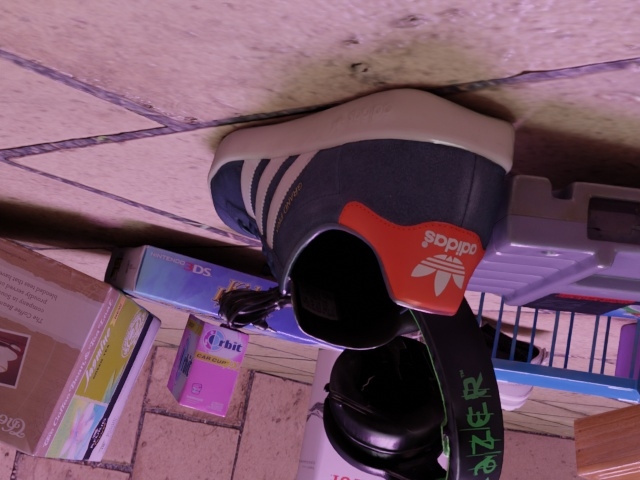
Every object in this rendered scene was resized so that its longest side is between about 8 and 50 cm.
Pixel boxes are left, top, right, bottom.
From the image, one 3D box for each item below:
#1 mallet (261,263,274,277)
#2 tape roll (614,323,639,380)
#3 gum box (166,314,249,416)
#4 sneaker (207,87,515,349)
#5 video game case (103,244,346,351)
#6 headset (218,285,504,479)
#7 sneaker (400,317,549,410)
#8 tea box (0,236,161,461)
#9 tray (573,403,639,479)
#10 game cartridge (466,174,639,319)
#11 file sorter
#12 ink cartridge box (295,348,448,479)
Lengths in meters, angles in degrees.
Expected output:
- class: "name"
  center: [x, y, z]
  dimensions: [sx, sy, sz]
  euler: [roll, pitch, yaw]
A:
- class: "mallet"
  center: [0.022, 0.059, 1.474]
  dimensions: [0.190, 0.039, 0.062]
  euler: [16, 170, -10]
- class: "tape roll"
  center: [0.445, 0.156, 1.430]
  dimensions: [0.189, 0.080, 0.189]
  euler: [11, 169, 2]
- class: "gum box"
  center: [-0.150, 0.159, 1.587]
  dimensions: [0.062, 0.107, 0.188]
  euler: [18, 176, -12]
- class: "sneaker"
  center: [0.000, 0.000, 0.846]
  dimensions: [0.131, 0.148, 0.350]
  euler: [15, 169, -21]
- class: "video game case"
  center: [-0.118, 0.071, 1.498]
  dimensions: [0.269, 0.061, 0.244]
  euler: [17, 173, -17]
- class: "headset"
  center: [0.036, 0.110, 1.166]
  dimensions: [0.185, 0.243, 0.394]
  euler: [-12, -158, -17]
- class: "sneaker"
  center: [0.171, 0.130, 1.615]
  dimensions: [0.281, 0.105, 0.115]
  euler: [17, 135, -13]
- class: "tea box"
  center: [-0.412, 0.114, 1.515]
  dimensions: [0.329, 0.220, 0.323]
  euler: [23, 172, 7]
- class: "tray"
  center: [0.503, 0.207, 1.299]
  dimensions: [0.203, 0.076, 0.411]
  euler: [24, 147, -38]
- class: "game cartridge"
  center: [0.276, 0.021, 0.858]
  dimensions: [0.355, 0.068, 0.230]
  euler: [6, 166, -5]
- class: "file sorter"
  center: [0.250, 0.099, 1.250]
  dimensions: [0.170, 0.104, 0.118]
  euler: [6, 168, 20]
- class: "ink cartridge box"
  center: [0.088, 0.253, 1.777]
  dimensions: [0.198, 0.273, 0.115]
  euler: [14, 169, -15]
